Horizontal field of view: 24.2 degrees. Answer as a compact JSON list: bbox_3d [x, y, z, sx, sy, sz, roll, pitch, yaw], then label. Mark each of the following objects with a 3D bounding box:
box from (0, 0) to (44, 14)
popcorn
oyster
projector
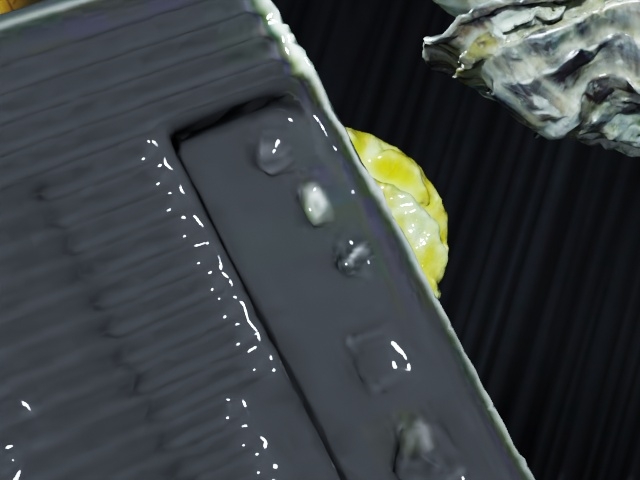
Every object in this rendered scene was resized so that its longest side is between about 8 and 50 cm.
[{"bbox_3d":[-0.230,-0.226,1.365,0.115,0.264,0.415,-11,-68,39],"label":"box"},{"bbox_3d":[0.000,0.000,1.266,0.221,0.204,0.183,5,-13,-17],"label":"popcorn"},{"bbox_3d":[0.227,-0.125,1.044,0.351,0.158,0.162,21,-7,-31],"label":"oyster"},{"bbox_3d":[-0.095,0.148,0.640,0.242,0.395,0.405,-22,-11,-25],"label":"projector"}]
